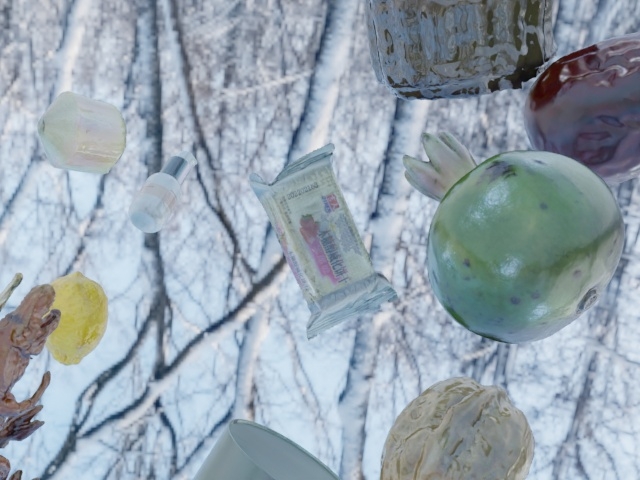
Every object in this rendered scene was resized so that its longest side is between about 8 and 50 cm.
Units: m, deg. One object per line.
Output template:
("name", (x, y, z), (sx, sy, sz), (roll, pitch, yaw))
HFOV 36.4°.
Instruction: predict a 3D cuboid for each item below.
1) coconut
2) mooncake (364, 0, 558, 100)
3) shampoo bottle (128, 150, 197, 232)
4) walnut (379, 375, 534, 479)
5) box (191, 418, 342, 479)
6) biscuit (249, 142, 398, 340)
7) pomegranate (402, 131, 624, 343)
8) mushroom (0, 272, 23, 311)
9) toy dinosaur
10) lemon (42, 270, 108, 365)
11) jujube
("coconut", (-0.364, -0.159, 1.455), (0.122, 0.116, 0.116), (13, -166, -39))
("mooncake", (0.233, -0.350, 1.627), (0.323, 0.187, 0.324), (-8, -159, 3))
("shampoo bottle", (-0.293, -0.100, 1.830), (0.074, 0.074, 0.192), (12, -131, 13))
("walnut", (0.181, 0.293, 1.303), (0.198, 0.198, 0.245), (23, -121, 35))
("box", (-0.078, 0.388, 1.427), (0.226, 0.149, 0.226), (32, -176, -3))
("biscuit", (0.004, -0.001, 1.724), (0.186, 0.309, 0.079), (-23, 180, -21))
("pomegranate", (0.167, -0.015, 0.908), (0.187, 0.187, 0.225), (-13, -128, -40))
("mushroom", (-0.424, 0.153, 1.127), (0.026, 0.286, 0.028), (38, -177, 0))
("toy dinosaur", (-0.396, 0.235, 1.050), (0.097, 0.432, 0.208), (41, 178, 35))
("lemon", (-0.398, 0.126, 1.563), (0.114, 0.155, 0.114), (4, -178, 0))
("jujube", (0.473, -0.205, 1.510), (0.318, 0.223, 0.223), (-19, 179, 43))
